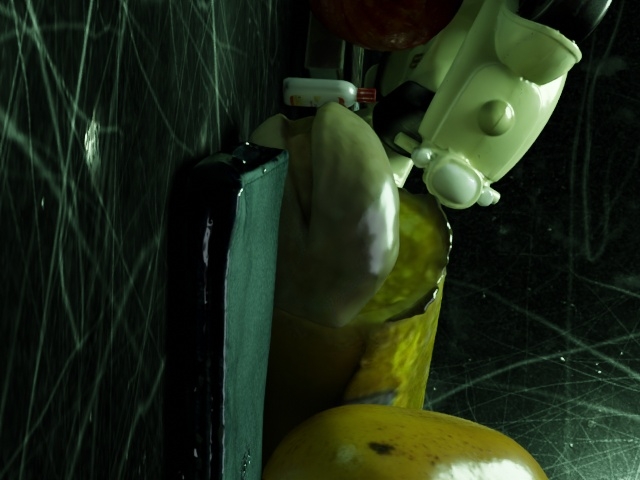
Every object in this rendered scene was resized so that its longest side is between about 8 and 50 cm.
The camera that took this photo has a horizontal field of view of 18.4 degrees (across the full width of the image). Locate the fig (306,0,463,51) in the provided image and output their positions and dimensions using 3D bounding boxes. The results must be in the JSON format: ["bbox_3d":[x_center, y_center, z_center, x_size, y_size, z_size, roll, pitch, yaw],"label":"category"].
[{"bbox_3d":[0.046,-0.268,1.904,0.207,0.175,0.175,-11,105,-63],"label":"fig"}]

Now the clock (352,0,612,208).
[{"bbox_3d":[0.145,-0.155,1.980,0.276,0.120,0.379,-63,-164,-10],"label":"clock"}]

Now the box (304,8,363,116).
[{"bbox_3d":[0.018,-0.218,2.177,0.325,0.047,0.180,81,13,-75],"label":"box"}]

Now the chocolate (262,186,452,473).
[{"bbox_3d":[0.021,0.148,1.604,0.445,0.162,0.162,91,4,-47],"label":"chocolate"}]

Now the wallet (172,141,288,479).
[{"bbox_3d":[-0.059,0.130,1.227,0.190,0.046,0.379,-63,156,-80],"label":"wallet"}]

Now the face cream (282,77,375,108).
[{"bbox_3d":[0.008,-0.133,1.786,0.040,0.083,0.021,79,14,-72],"label":"face cream"}]

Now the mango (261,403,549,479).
[{"bbox_3d":[0.052,0.194,1.396,0.290,0.191,0.160,19,93,-66],"label":"mango"}]

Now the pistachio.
[{"bbox_3d":[-0.003,-0.024,1.385,0.185,0.124,0.124,-89,179,-48],"label":"pistachio"}]
